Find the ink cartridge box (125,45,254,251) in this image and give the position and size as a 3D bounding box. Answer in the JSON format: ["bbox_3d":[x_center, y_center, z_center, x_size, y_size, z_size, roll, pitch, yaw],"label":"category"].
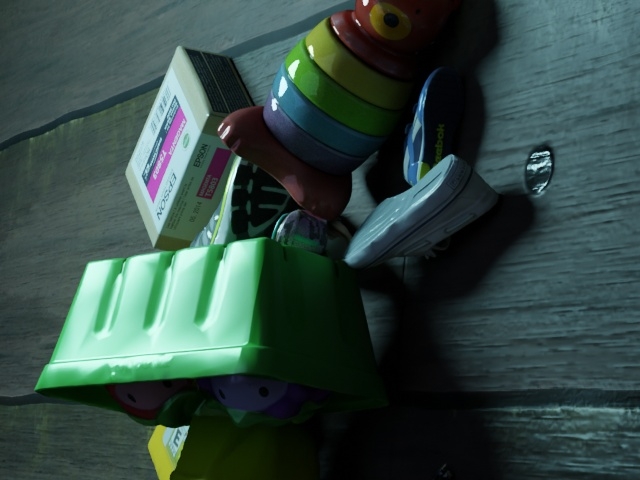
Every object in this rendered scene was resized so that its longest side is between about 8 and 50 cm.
[{"bbox_3d":[-0.184,-0.127,2.499,0.235,0.088,0.193,-64,30,27],"label":"ink cartridge box"}]

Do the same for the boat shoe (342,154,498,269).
[{"bbox_3d":[0.107,-0.011,1.916,0.226,0.076,0.083,-36,22,54],"label":"boat shoe"}]

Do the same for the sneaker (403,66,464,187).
[{"bbox_3d":[0.121,-0.123,1.955,0.059,0.053,0.144,15,94,65],"label":"sneaker"}]

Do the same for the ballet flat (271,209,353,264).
[{"bbox_3d":[0.000,0.000,2.089,0.077,0.079,0.221,-66,-8,5],"label":"ballet flat"}]

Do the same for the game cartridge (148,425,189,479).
[{"bbox_3d":[-0.124,0.238,2.310,0.324,0.052,0.285,-66,31,27],"label":"game cartridge"}]

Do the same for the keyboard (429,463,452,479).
[{"bbox_3d":[0.097,0.364,1.872,0.317,0.033,0.202,-45,44,48],"label":"keyboard"}]

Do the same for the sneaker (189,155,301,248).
[{"bbox_3d":[-0.113,-0.012,2.261,0.121,0.111,0.300,7,74,58],"label":"sneaker"}]

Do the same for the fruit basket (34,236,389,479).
[{"bbox_3d":[-0.116,0.205,2.021,0.392,0.283,0.392,-13,69,37],"label":"fruit basket"}]

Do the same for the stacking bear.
[{"bbox_3d":[0.042,-0.196,2.023,0.289,0.175,0.164,-53,-4,24],"label":"stacking bear"}]
